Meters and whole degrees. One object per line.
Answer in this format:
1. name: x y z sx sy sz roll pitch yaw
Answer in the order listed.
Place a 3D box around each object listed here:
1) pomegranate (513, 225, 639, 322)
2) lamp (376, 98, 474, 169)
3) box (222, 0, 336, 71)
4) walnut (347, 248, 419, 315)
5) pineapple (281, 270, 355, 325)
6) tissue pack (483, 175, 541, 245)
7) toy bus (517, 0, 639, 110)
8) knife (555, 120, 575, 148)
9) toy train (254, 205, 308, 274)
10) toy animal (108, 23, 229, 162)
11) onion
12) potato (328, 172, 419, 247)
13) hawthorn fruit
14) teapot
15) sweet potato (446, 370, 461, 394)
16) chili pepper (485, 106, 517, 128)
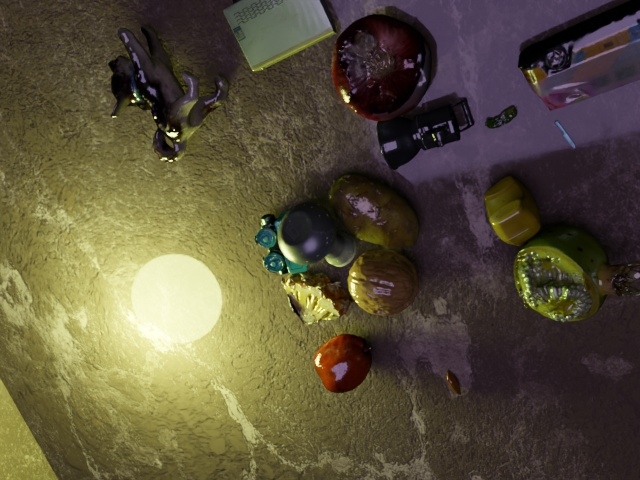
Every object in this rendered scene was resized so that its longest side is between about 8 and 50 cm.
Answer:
1. pomegranate: 0.673 0.091 1.723 0.340 0.260 0.261 4 117 37
2. lamp: 0.279 -0.287 1.727 0.227 0.172 0.147 -15 107 25
3. box: -0.113 -0.605 1.773 0.270 0.045 0.211 -21 107 25
4. walnut: 0.191 0.125 1.936 0.213 0.213 0.213 7 116 15
5. pineapple: -0.017 0.187 2.095 0.236 0.114 0.186 24 120 17
6. tissue pack: 0.518 -0.075 1.745 0.123 0.178 0.127 -35 120 27
7. toy bus: 0.673 -0.440 1.527 0.386 0.171 0.162 -19 111 25
8. knife: 0.642 -0.276 1.707 0.014 0.005 0.091 -36 100 27
9. toy train: -0.104 0.006 2.023 0.163 0.112 0.203 -10 113 16
10. toy animal: -0.487 -0.416 1.901 0.344 0.194 0.303 35 115 6
11. onion: 0.150 -0.452 1.701 0.272 0.195 0.272 -5 109 -16
12. potato: 0.155 -0.078 1.881 0.298 0.141 0.176 35 130 0
13. hawthorn fruit: 0.087 0.390 2.108 0.202 0.185 0.185 -35 100 21
14. teapot: 0.000 0.000 1.901 0.183 0.251 0.184 -12 68 31
15. sweet potato: 0.432 0.465 2.110 0.034 0.034 0.095 -26 102 27
16. chili pepper: 0.482 -0.323 1.727 0.091 0.034 0.030 -26 71 27
